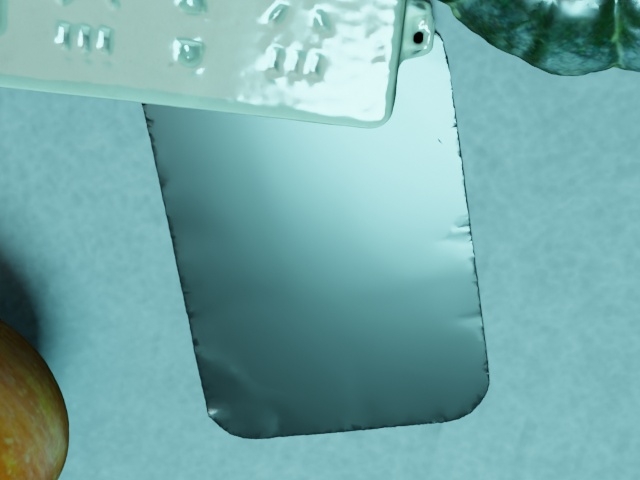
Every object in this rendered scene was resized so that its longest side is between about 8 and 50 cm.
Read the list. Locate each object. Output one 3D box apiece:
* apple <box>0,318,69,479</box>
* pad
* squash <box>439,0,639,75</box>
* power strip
[{"bbox_3d":[-0.280,0.125,1.008,0.241,0.242,0.242,28,114,-7],"label":"apple"},{"bbox_3d":[0.000,0.000,1.054,0.181,0.004,0.267,-6,115,7],"label":"pad"},{"bbox_3d":[0.146,-0.205,0.854,0.252,0.165,0.252,3,118,5],"label":"squash"},{"bbox_3d":[-0.106,-0.127,0.966,0.338,0.058,0.098,6,114,2],"label":"power strip"}]
